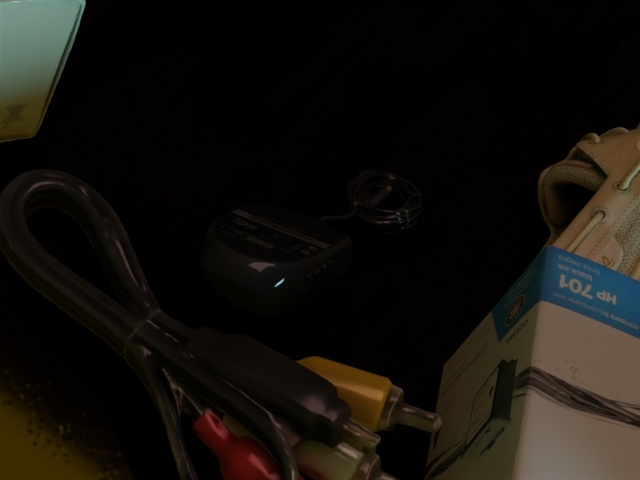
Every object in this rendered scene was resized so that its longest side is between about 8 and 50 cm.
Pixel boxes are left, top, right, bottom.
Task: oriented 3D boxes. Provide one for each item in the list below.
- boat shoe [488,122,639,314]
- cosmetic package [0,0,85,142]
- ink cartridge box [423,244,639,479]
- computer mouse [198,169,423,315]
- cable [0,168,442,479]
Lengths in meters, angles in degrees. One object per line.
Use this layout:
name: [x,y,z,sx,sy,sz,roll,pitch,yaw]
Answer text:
boat shoe: [0.198,-0.030,1.074,0.098,0.109,0.302,33,52,-1]
cosmetic package: [-0.273,-0.202,0.959,0.153,0.129,0.296,-13,61,-35]
ink cartridge box: [0.117,0.121,0.886,0.082,0.139,0.190,24,47,-8]
computer mouse: [0.000,0.000,0.962,0.071,0.041,0.242,22,22,22]
cable: [-0.080,0.076,0.903,0.287,0.072,0.139,30,58,15]
